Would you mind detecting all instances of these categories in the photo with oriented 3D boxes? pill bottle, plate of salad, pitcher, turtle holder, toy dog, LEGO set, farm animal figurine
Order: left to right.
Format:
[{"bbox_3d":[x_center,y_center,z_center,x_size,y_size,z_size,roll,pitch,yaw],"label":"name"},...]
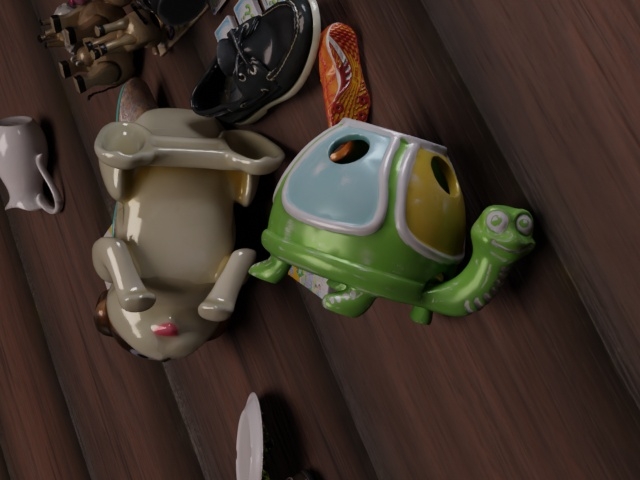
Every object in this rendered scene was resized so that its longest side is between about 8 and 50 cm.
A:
[{"bbox_3d":[-0.644,-0.163,2.536,0.178,0.125,0.207,11,117,33],"label":"pitcher"},{"bbox_3d":[-0.383,-0.399,2.070,0.330,0.172,0.326,53,152,28],"label":"farm animal figurine"},{"bbox_3d":[-0.276,-0.457,1.887,0.219,0.123,0.122,54,136,29],"label":"pill bottle"},{"bbox_3d":[-0.257,0.007,1.869,0.395,0.285,0.407,-136,49,-59],"label":"toy dog"},{"bbox_3d":[-0.151,-0.424,1.830,0.182,0.060,0.244,-41,62,45],"label":"LEGO set"},{"bbox_3d":[-0.103,0.347,1.864,0.200,0.048,0.199,-177,90,-78],"label":"plate of salad"},{"bbox_3d":[0.078,-0.022,1.417,0.320,0.243,0.227,25,99,61],"label":"turtle holder"}]

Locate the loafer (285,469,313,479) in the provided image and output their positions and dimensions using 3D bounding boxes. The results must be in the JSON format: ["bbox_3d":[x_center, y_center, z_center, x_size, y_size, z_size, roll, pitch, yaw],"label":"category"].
[{"bbox_3d":[-0.064,0.452,1.835,0.080,0.078,0.220,56,137,33],"label":"loafer"}]

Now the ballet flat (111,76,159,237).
[{"bbox_3d":[-0.307,-0.135,2.070,0.106,0.108,0.315,6,97,30],"label":"ballet flat"}]

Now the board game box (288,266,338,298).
[{"bbox_3d":[0.000,0.000,1.711,0.103,0.026,0.154,33,121,47],"label":"board game box"}]

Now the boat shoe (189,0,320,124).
[{"bbox_3d":[-0.109,-0.266,1.713,0.340,0.113,0.127,-26,68,62],"label":"boat shoe"}]

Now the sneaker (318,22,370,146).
[{"bbox_3d":[0.030,-0.217,1.615,0.067,0.064,0.175,162,107,-70],"label":"sneaker"}]

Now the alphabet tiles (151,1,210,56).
[{"bbox_3d":[-0.268,-0.475,2.026,0.198,0.009,0.237,-31,71,53],"label":"alphabet tiles"}]

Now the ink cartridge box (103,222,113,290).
[{"bbox_3d":[-0.357,0.016,2.185,0.198,0.067,0.115,-47,59,47],"label":"ink cartridge box"}]
